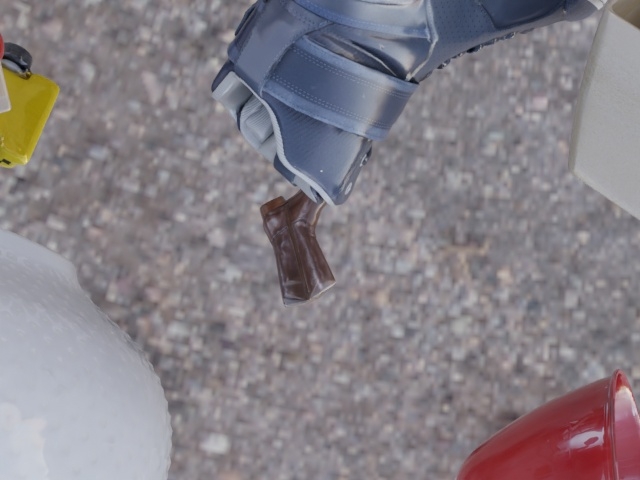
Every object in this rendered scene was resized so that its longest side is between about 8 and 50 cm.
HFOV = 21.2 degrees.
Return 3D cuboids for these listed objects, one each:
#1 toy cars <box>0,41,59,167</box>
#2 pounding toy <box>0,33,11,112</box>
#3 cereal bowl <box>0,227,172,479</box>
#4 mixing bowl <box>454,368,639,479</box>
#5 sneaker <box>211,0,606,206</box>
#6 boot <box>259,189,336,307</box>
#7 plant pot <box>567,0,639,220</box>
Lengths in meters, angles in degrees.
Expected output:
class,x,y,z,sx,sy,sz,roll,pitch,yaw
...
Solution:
class,x,y,z,sx,sy,sz,roll,pitch,yaw
toy cars,-0.406,-0.102,1.357,0.393,0.176,0.087,-15,169,-30
pounding toy,-0.233,-0.150,1.034,0.100,0.130,0.141,-19,119,-20
cereal bowl,-0.233,0.052,0.943,0.339,0.141,0.339,18,171,3
mixing bowl,0.120,0.161,0.873,0.098,0.181,0.181,-9,132,14
sneaker,0.044,-0.096,0.835,0.226,0.086,0.163,6,117,-53
boot,0.000,0.000,1.601,0.106,0.114,0.037,-28,148,20
plant pot,0.180,-0.062,0.821,0.109,0.109,0.096,35,128,14
